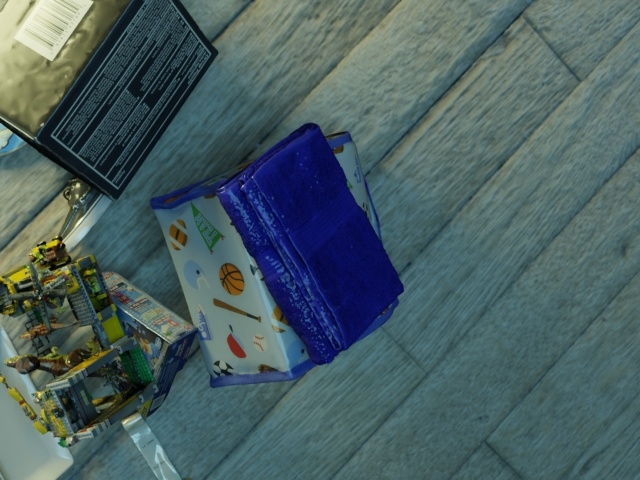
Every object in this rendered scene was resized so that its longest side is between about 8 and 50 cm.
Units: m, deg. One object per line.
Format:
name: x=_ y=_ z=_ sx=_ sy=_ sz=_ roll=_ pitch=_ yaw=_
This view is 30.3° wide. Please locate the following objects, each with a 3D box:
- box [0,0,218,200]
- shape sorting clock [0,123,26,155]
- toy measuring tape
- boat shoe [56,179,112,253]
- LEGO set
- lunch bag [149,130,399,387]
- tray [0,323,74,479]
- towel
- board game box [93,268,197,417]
box: x=-0.338 y=-0.256 z=1.744 sx=0.183 sy=0.294 sz=0.296 roll=32 pitch=83 yaw=19
shape sorting clock: x=-0.525 y=-0.233 z=1.846 sx=0.206 sy=0.040 sz=0.206 roll=-2 pitch=96 yaw=-16
toy measuring tape: x=-0.229 y=0.437 z=1.960 sx=0.121 sy=0.121 sz=0.330 roll=-30 pitch=103 yaw=-11
boat shoe: x=-0.369 y=-0.079 z=1.888 sx=0.076 sy=0.080 sz=0.228 roll=36 pitch=84 yaw=-10
LEGO set: x=-0.417 y=0.179 z=1.789 sx=0.192 sy=0.255 sz=0.331 roll=-34 pitch=113 yaw=-55
lunch bag: x=-0.044 y=0.019 z=1.899 sx=0.385 sy=0.239 sz=0.328 roll=-27 pitch=103 yaw=-45
tray: x=-0.502 y=0.280 z=1.879 sx=0.145 sy=0.030 sz=0.270 roll=-41 pitch=110 yaw=-53
towel: x=0.000 y=0.000 z=1.720 sx=0.227 sy=0.076 sz=0.308 roll=-41 pitch=109 yaw=-40
board game box: x=-0.302 y=0.150 z=1.880 sx=0.194 sy=0.194 sz=0.060 roll=43 pitch=45 yaw=19
